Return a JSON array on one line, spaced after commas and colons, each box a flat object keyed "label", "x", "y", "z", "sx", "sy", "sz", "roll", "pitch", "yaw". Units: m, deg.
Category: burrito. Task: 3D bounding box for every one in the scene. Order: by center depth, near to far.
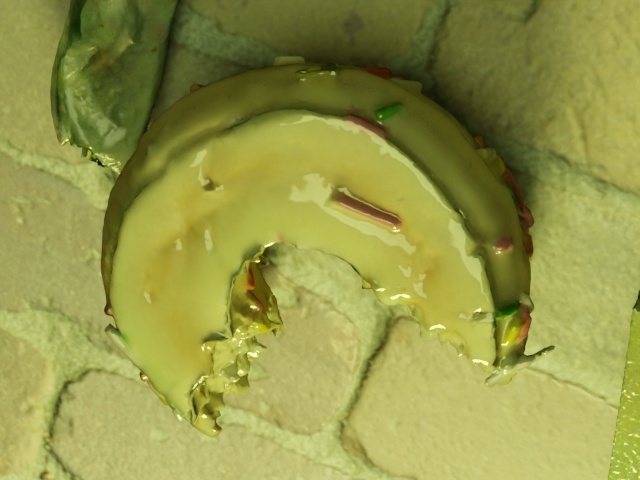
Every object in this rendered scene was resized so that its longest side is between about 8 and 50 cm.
[{"label": "burrito", "x": -0.167, "y": -0.194, "z": 1.654, "sx": 0.096, "sy": 0.066, "sz": 0.309, "roll": 19, "pitch": 119, "yaw": 7}]

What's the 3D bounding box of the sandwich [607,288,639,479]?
[{"label": "sandwich", "x": 0.305, "y": 0.138, "z": 1.642, "sx": 0.245, "sy": 0.063, "sz": 0.212, "roll": -25, "pitch": 99, "yaw": 25}]

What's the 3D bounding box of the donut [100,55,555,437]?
[{"label": "donut", "x": -0.009, "y": -0.005, "z": 1.633, "sx": 0.371, "sy": 0.150, "sz": 0.307, "roll": -13, "pitch": 107, "yaw": 23}]
